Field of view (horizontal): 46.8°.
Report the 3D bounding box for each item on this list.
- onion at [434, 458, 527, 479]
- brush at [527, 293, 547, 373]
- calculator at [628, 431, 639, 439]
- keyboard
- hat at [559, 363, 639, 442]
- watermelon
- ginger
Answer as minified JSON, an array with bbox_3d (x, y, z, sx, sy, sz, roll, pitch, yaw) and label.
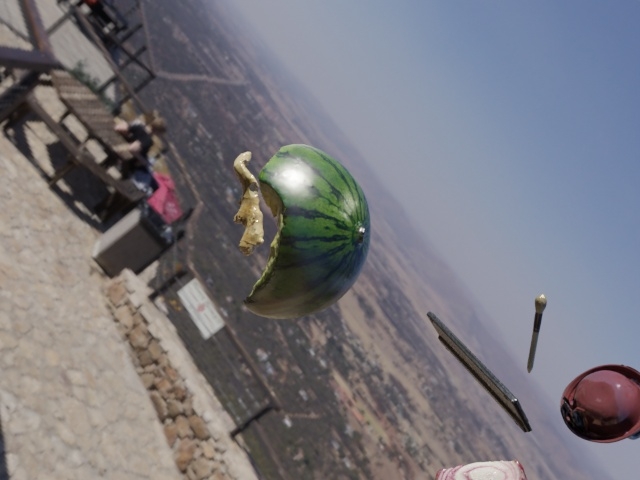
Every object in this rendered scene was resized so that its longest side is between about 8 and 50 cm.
[{"bbox_3d":[0.380,0.637,1.680,0.206,0.216,0.207,-63,135,-62],"label":"onion"},{"bbox_3d":[0.745,0.324,2.556,0.042,0.039,0.299,-87,180,-71],"label":"brush"},{"bbox_3d":[0.755,0.428,1.804,0.210,0.121,0.039,26,33,-30],"label":"calculator"},{"bbox_3d":[0.294,0.242,1.399,0.101,0.018,0.310,59,-5,-32],"label":"keyboard"},{"bbox_3d":[0.635,0.354,1.649,0.089,0.205,0.205,53,5,-39],"label":"hat"},{"bbox_3d":[0.000,0.000,1.366,0.189,0.331,0.331,20,-9,27],"label":"watermelon"},{"bbox_3d":[-0.194,-0.101,1.945,0.075,0.089,0.288,13,63,-54],"label":"ginger"}]
